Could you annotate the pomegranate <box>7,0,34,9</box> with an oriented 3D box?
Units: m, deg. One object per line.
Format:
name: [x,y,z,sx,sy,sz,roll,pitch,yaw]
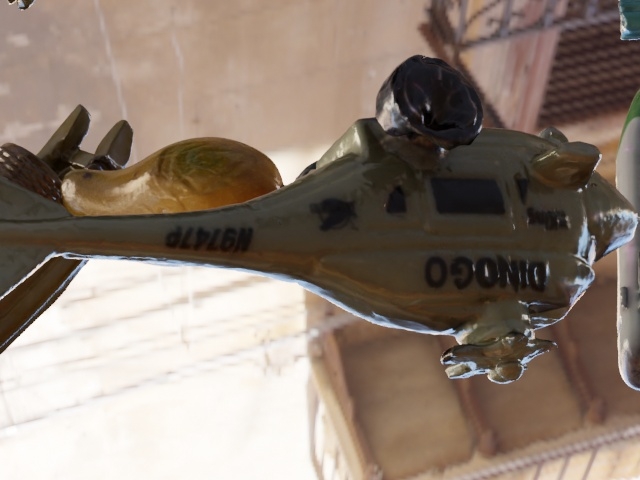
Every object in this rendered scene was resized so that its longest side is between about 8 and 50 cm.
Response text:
pomegranate: [-0.225,-0.286,1.050,0.222,0.276,0.204,-18,-165,-25]

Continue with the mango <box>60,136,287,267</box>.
mango: [-0.109,-0.027,1.205,0.190,0.098,0.075,-8,-159,23]

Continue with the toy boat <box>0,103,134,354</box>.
toy boat: [-0.269,0.010,1.291,0.089,0.115,0.310,24,-118,38]

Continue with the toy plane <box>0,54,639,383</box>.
toy plane: [0.000,0.000,0.545,0.286,0.092,0.108,3,-118,-32]

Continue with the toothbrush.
toothbrush: [0.172,-0.053,0.817,0.040,0.042,0.418,-3,-150,13]
